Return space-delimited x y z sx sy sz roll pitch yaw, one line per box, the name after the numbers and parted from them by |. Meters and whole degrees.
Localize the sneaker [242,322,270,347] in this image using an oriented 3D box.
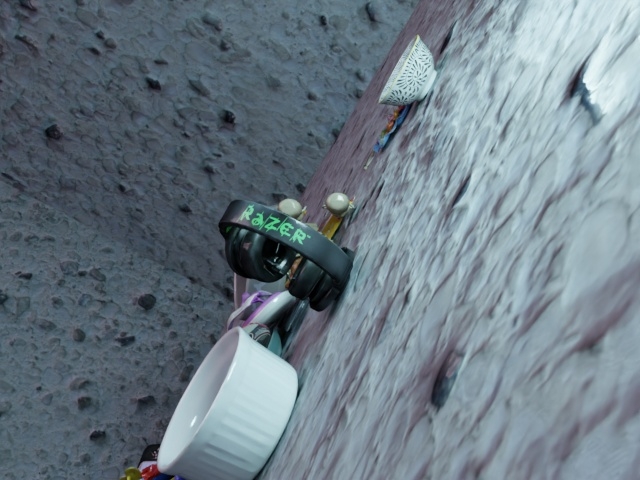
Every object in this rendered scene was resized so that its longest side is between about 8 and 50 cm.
-0.159 0.307 1.618 0.121 0.112 0.299 69 -145 -55 | sneaker

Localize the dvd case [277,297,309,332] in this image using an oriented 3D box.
-0.050 0.140 1.918 0.164 0.018 0.221 -62 6 -7 | dvd case

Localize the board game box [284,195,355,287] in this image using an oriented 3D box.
0.000 0.000 1.990 0.259 0.039 0.124 -56 5 -23 | board game box

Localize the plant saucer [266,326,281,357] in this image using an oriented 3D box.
-0.166 0.347 1.841 0.317 0.044 0.317 -60 7 12 | plant saucer

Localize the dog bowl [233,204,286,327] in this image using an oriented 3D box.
-0.172 0.069 2.234 0.349 0.102 0.348 -177 90 -77 | dog bowl

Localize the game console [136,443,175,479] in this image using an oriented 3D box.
-0.508 0.690 2.337 0.250 0.173 0.293 -12 43 32 | game console

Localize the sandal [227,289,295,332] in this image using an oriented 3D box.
-0.165 0.179 1.924 0.169 0.102 0.416 -44 -3 -17 | sandal

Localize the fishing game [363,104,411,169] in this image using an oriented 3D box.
0.172 -0.296 1.945 0.264 0.041 0.189 -57 5 41 | fishing game

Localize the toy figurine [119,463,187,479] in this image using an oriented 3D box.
-0.328 0.620 1.772 0.217 0.191 0.362 -18 -42 -53 | toy figurine

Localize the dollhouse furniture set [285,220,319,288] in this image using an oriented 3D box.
-0.050 0.031 2.182 0.182 0.101 0.161 123 149 -61 | dollhouse furniture set

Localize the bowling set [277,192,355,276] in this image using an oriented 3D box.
-0.062 -0.002 1.866 0.154 0.287 0.200 56 -148 -83 | bowling set

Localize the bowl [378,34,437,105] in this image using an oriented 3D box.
0.202 -0.355 1.763 0.170 0.080 0.170 -60 6 11 | bowl

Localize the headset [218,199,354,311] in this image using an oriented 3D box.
-0.043 0.013 1.497 0.185 0.243 0.394 -62 -14 -16 | headset

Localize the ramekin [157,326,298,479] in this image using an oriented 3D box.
-0.156 0.302 1.402 0.277 0.135 0.277 -54 14 21 | ramekin
